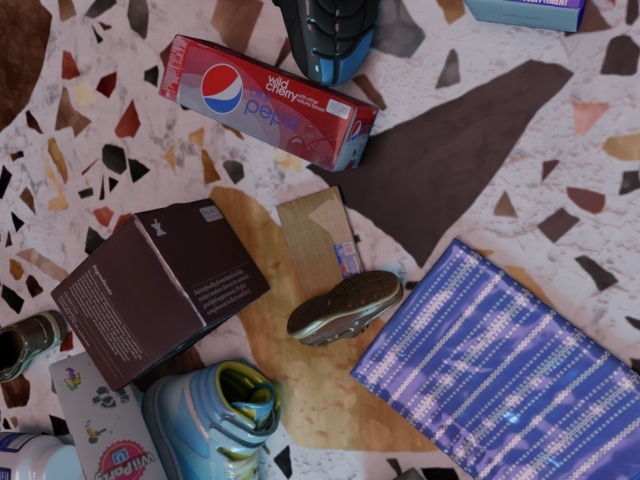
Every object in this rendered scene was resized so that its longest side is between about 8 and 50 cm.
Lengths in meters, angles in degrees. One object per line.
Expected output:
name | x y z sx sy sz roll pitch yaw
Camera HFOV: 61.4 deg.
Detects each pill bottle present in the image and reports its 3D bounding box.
pill bottle | -0.540 0.417 0.998 0.186 0.112 0.112 -5 99 25

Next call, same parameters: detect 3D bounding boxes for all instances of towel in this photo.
towel | 0.225 0.191 0.658 0.336 0.040 0.243 39 112 12

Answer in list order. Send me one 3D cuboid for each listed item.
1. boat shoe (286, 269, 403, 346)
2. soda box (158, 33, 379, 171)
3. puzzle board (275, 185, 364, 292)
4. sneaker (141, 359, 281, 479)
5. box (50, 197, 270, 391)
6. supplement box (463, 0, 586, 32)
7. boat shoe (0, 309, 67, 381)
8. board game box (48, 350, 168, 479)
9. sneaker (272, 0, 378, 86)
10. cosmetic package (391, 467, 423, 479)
boat shoe | 0.038 0.094 0.712 0.178 0.064 0.060 -29 123 29
soda box | -0.067 -0.176 0.678 0.263 0.092 0.083 26 111 16
puzzle board | 0.000 0.000 0.732 0.096 0.011 0.128 -16 95 24
sneaker | -0.119 0.324 0.789 0.208 0.127 0.319 -29 89 27
box | -0.221 0.071 0.755 0.203 0.168 0.167 -36 85 26
supplement box | 0.222 -0.329 0.512 0.111 0.114 0.220 16 105 21
boat shoe | -0.579 0.202 0.979 0.257 0.095 0.095 -34 86 26
board game box | -0.292 0.336 0.788 0.303 0.097 0.224 58 150 23
sneaker | -0.027 -0.345 0.630 0.139 0.125 0.341 -5 95 43
cosmetic package | 0.151 0.439 0.694 0.107 0.127 0.238 -42 81 24
